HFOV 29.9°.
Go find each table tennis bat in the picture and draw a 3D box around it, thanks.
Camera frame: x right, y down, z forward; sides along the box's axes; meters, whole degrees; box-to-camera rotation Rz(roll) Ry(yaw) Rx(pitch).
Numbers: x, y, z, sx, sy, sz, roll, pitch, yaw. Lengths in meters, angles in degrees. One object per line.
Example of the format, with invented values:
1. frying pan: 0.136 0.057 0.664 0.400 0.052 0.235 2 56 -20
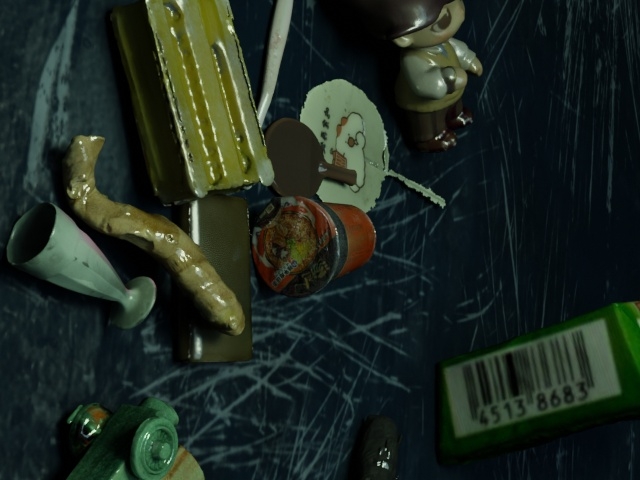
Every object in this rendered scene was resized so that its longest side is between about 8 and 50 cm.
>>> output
1. table tennis bat: 0.021 -0.104 1.517 0.170 0.119 0.108 13 74 -45

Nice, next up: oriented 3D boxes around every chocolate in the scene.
1. chocolate: 0.385 0.201 1.760 0.341 0.360 0.161 -2 73 -52

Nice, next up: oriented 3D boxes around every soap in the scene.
1. soap: -0.143 -0.159 1.339 0.135 0.076 0.233 -14 87 -49

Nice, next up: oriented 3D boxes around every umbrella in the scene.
1. umbrella: 0.064 0.327 1.526 0.066 0.059 0.236 49 35 -28

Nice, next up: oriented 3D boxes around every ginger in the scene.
1. ginger: -0.174 0.001 1.281 0.288 0.075 0.089 47 11 -20

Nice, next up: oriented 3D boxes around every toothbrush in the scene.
1. toothbrush: -0.062 -0.205 1.506 0.025 0.029 0.307 27 63 -38

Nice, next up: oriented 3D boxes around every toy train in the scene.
1. toy train: -0.217 0.292 1.184 0.285 0.116 0.177 -57 139 -40

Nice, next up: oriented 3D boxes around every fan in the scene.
1. fan: 0.077 -0.105 1.677 0.329 0.009 0.191 23 67 -44

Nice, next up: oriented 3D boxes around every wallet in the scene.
1. wallet: -0.123 0.042 1.389 0.110 0.031 0.198 7 79 -51

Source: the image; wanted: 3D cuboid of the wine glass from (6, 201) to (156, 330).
1. wine glass: -0.240 0.028 1.218 0.155 0.073 0.073 40 55 -44

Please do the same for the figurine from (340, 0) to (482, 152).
1. figurine: 0.150 -0.297 1.645 0.218 0.206 0.365 -42 119 -30

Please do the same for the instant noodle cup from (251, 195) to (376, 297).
1. instant noodle cup: 0.000 0.002 1.491 0.135 0.127 0.127 -10 92 -60
